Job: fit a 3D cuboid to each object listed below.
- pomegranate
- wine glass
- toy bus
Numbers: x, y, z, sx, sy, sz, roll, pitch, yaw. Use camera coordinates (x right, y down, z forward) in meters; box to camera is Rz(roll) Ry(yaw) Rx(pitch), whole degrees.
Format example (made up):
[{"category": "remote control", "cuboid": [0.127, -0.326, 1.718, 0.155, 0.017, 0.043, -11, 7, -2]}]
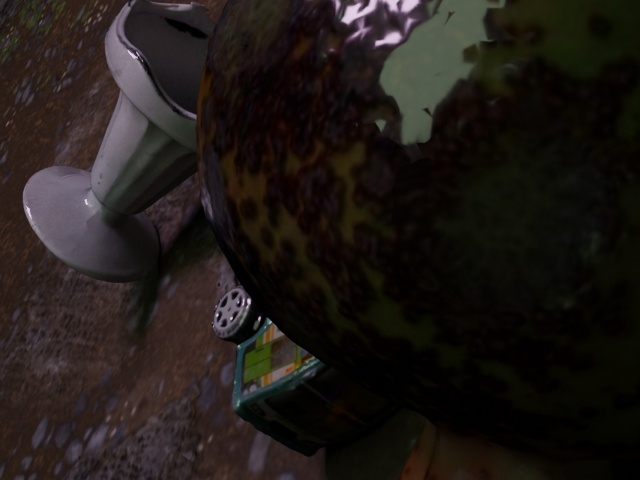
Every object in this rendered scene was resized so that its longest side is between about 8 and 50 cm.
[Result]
[{"category": "pomegranate", "cuboid": [0.083, 0.014, 0.473, 0.285, 0.285, 0.341, 20, 104, 58]}, {"category": "wine glass", "cuboid": [-0.138, -0.076, 0.936, 0.196, 0.165, 0.165, -45, 34, 30]}, {"category": "toy bus", "cuboid": [0.000, 0.000, 0.743, 0.109, 0.091, 0.262, -28, 45, 31]}]
